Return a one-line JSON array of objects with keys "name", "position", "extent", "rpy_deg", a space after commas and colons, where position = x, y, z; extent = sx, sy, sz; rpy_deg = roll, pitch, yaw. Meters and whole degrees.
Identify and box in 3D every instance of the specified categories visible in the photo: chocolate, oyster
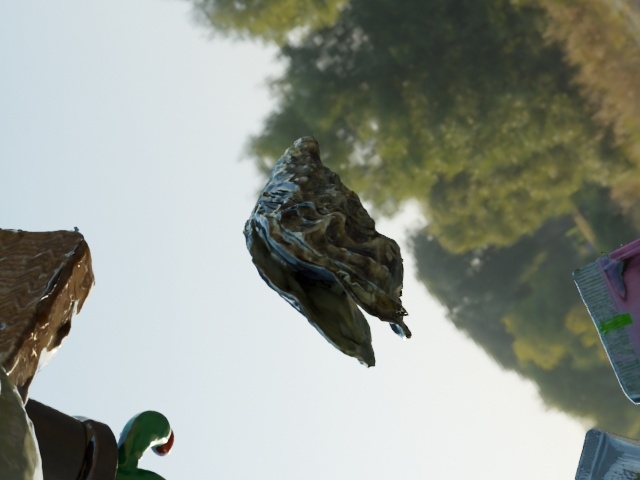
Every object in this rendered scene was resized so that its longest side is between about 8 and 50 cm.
[{"name": "chocolate", "position": [-0.291, 0.073, 1.036], "extent": [0.214, 0.148, 0.093], "rpy_deg": [-66, -24, -48]}, {"name": "oyster", "position": [0.000, -0.001, 1.337], "extent": [0.351, 0.158, 0.162], "rpy_deg": [-106, -9, -51]}]

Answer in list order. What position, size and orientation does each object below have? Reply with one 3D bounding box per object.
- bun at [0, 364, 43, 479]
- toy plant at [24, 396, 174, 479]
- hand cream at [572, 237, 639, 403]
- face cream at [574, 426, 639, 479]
[{"name": "bun", "position": [-0.289, 0.087, 0.583], "extent": [0.362, 0.211, 0.362], "rpy_deg": [31, -166, -9]}, {"name": "toy plant", "position": [-0.322, 0.330, 1.651], "extent": [0.400, 0.185, 0.279], "rpy_deg": [37, -137, -33]}, {"name": "hand cream", "position": [0.231, -0.024, 0.467], "extent": [0.050, 0.275, 0.079], "rpy_deg": [58, -165, -8]}, {"name": "face cream", "position": [0.296, 0.196, 0.876], "extent": [0.114, 0.224, 0.070], "rpy_deg": [89, -166, -44]}]
